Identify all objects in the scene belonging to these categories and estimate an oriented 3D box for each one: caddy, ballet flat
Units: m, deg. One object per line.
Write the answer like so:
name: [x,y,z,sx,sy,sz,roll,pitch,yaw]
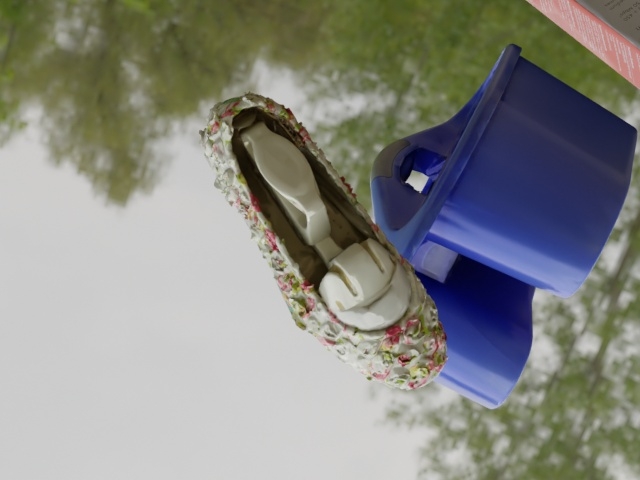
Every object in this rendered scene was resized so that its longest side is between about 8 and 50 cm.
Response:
caddy: [0.123,-0.023,1.232,0.179,0.241,0.341,30,-154,1]
ballet flat: [0.000,0.000,1.014,0.241,0.091,0.077,50,167,5]

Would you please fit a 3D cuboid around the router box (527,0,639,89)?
router box: [0.382,-0.340,1.590,0.301,0.335,0.082,46,171,35]
